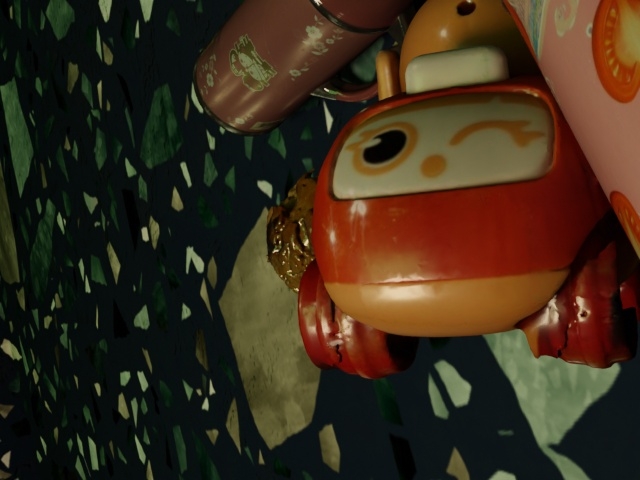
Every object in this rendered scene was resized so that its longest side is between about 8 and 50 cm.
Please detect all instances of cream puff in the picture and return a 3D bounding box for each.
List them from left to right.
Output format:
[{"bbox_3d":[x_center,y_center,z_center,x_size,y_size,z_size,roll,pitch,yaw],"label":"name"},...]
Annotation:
[{"bbox_3d":[0.000,0.000,0.904,0.119,0.104,0.133,41,133,38],"label":"cream puff"}]

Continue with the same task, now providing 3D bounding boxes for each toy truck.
[{"bbox_3d":[0.097,-0.050,0.591,0.189,0.265,0.239,-5,96,23],"label":"toy truck"}]

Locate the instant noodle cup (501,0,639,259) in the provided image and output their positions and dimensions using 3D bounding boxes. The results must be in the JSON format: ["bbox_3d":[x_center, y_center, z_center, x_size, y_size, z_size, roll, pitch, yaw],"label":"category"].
[{"bbox_3d":[0.207,-0.092,0.413,0.231,0.243,0.243,67,147,33],"label":"instant noodle cup"}]

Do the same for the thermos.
[{"bbox_3d":[0.001,-0.188,0.836,0.330,0.109,0.136,-31,72,57],"label":"thermos"}]
